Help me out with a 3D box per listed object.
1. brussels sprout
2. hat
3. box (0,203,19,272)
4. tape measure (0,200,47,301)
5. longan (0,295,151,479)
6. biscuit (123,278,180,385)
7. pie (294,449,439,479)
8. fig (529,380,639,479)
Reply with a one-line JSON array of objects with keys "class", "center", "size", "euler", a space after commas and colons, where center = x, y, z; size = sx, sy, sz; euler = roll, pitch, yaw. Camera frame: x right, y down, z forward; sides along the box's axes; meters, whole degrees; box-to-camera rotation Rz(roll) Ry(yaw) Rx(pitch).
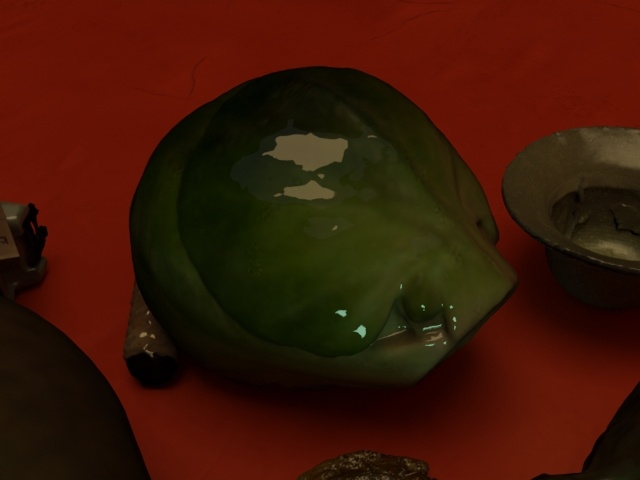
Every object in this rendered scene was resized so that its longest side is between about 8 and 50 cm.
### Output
[{"class": "brussels sprout", "center": [0.003, -0.005, 0.693], "size": [0.355, 0.281, 0.289], "euler": [32, 50, 22]}, {"class": "hat", "center": [0.311, -0.002, 0.779], "size": [0.257, 0.130, 0.257], "euler": [-1, 39, 1]}, {"class": "box", "center": [-0.336, -0.003, 0.739], "size": [0.053, 0.024, 0.083], "euler": [-10, 55, -32]}, {"class": "tape measure", "center": [-0.441, 0.048, 0.767], "size": [0.243, 0.125, 0.246], "euler": [-1, 39, 3]}, {"class": "longan", "center": [-0.261, 0.175, 0.493], "size": [0.288, 0.288, 0.350], "euler": [-27, 46, -27]}, {"class": "biscuit", "center": [-0.175, 0.059, 0.793], "size": [0.061, 0.055, 0.219], "euler": [-13, 39, 5]}, {"class": "pie", "center": [0.033, 0.215, 0.609], "size": [0.170, 0.034, 0.092], "euler": [-8, 41, 3]}, {"class": "fig", "center": [0.243, 0.151, 0.445], "size": [0.369, 0.286, 0.286], "euler": [9, 38, -10]}]
